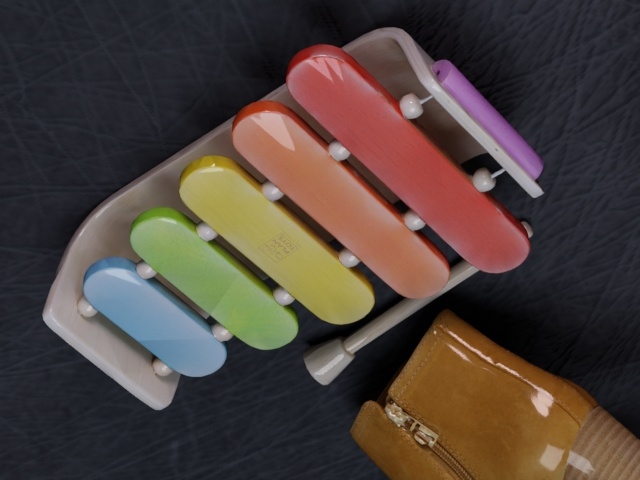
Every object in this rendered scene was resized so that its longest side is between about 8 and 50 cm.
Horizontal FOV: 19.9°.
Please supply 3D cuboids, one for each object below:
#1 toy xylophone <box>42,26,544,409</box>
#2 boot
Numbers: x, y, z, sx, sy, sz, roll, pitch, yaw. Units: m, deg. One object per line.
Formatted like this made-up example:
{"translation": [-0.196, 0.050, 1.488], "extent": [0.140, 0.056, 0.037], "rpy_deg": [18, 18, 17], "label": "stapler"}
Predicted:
{"translation": [0.000, 0.000, 1.131], "extent": [0.236, 0.081, 0.323], "rpy_deg": [34, 124, -28], "label": "toy xylophone"}
{"translation": [0.106, 0.194, 1.257], "extent": [0.211, 0.104, 0.295], "rpy_deg": [34, 128, 15], "label": "boot"}
